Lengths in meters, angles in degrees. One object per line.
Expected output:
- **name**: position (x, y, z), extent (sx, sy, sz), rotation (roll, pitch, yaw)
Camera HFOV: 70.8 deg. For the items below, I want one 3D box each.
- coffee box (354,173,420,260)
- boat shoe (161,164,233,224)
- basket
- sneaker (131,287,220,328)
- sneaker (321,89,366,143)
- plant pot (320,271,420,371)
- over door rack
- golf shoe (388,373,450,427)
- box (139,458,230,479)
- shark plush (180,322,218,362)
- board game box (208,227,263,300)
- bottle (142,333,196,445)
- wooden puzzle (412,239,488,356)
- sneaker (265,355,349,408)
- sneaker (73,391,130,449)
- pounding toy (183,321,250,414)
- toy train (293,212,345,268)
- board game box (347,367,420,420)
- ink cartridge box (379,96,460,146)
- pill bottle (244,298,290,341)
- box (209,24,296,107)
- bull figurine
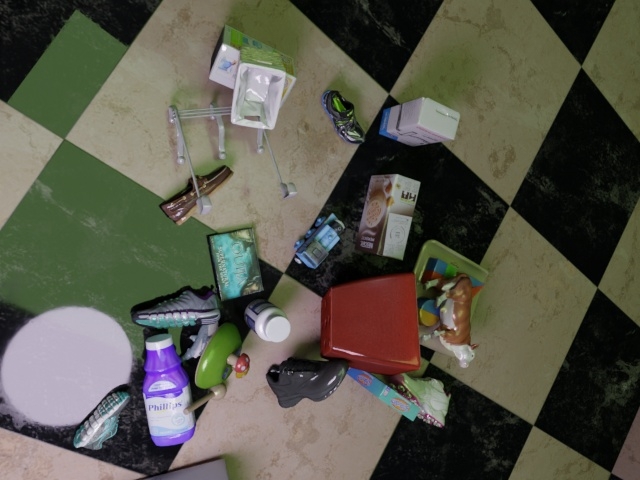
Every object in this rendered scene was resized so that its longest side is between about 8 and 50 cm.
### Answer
- **coffee box**: position (0.206, -0.074, 1.404), extent (0.098, 0.141, 0.247), rotation (13, 89, -26)
- **boat shoe**: position (-0.322, -0.134, 1.185), extent (0.207, 0.073, 0.073), rotation (-46, 114, -15)
- **basket**: position (-0.156, -0.375, 1.106), extent (0.113, 0.167, 0.103), rotation (6, 48, -16)
- **sneaker**: position (-0.383, 0.177, 1.203), extent (0.223, 0.083, 0.098), rotation (1, 61, -18)
- **sneaker**: position (0.074, -0.366, 1.346), extent (0.067, 0.078, 0.188), rotation (-43, 112, -15)
- **plant pot**: position (0.127, 0.246, 1.318), extent (0.235, 0.267, 0.267), rotation (4, 69, -8)
- **over door rack**: position (-0.234, -0.211, 1.152), extent (0.239, 0.108, 0.324), rotation (-14, 67, -24)
- **golf shoe**: position (0.347, 0.518, 1.560), extent (0.306, 0.115, 0.140), rotation (48, 65, -28)
- **box**: position (-0.402, 0.751, 1.170), extent (0.345, 0.168, 0.215), rotation (-6, 97, -19)
- **shark plush**: position (-0.339, 0.281, 1.248), extent (0.161, 0.073, 0.067), rotation (-45, 92, 7)
- **board game box**: position (-0.238, 0.066, 1.271), extent (0.126, 0.026, 0.186), rotation (-13, 101, -23)
- **bottle**: position (-0.403, 0.390, 1.185), extent (0.118, 0.092, 0.283), rotation (-6, 99, -6)
- **wooden puzzle**: position (0.438, 0.213, 1.576), extent (0.322, 0.080, 0.348), rotation (27, 84, -25)
- **sneaker**: position (-0.048, 0.386, 1.278), extent (0.130, 0.286, 0.109), rotation (54, 31, -10)
- **sneaker**: position (-0.546, 0.464, 1.156), extent (0.166, 0.065, 0.076), rotation (-47, 128, -11)
- **pounding toy**: position (-0.246, 0.347, 1.198), extent (0.110, 0.183, 0.237), rotation (20, 95, 11)
- **toy train**: position (0.000, 0.000, 1.333), extent (0.184, 0.105, 0.080), rotation (-47, 112, -14)
- **board game box**: position (0.190, 0.469, 1.413), extent (0.160, 0.210, 0.047), rotation (40, 78, -22)
- **ink cartridge box**: position (0.300, -0.359, 1.384), extent (0.148, 0.203, 0.086), rotation (14, 89, -25)
- **pill bottle**: position (-0.145, 0.225, 1.251), extent (0.094, 0.169, 0.094), rotation (-3, 97, -25)
- **box**: position (-0.176, -0.452, 1.181), extent (0.203, 0.103, 0.114), rotation (17, 43, -25)
- **bull figurine**: position (0.429, 0.263, 1.477), extent (0.188, 0.101, 0.311), rotation (-1, 92, -25)
